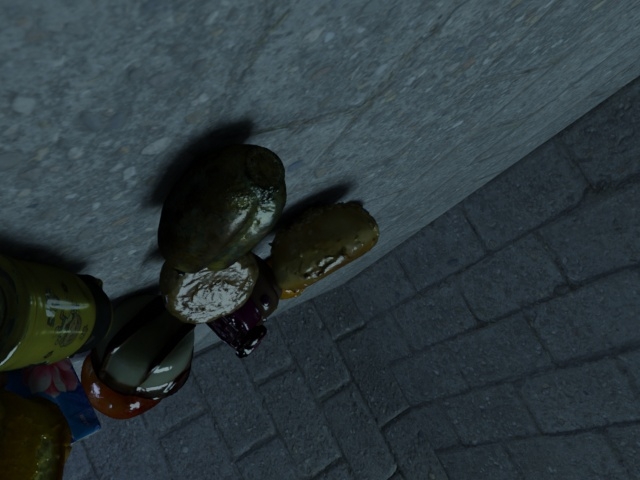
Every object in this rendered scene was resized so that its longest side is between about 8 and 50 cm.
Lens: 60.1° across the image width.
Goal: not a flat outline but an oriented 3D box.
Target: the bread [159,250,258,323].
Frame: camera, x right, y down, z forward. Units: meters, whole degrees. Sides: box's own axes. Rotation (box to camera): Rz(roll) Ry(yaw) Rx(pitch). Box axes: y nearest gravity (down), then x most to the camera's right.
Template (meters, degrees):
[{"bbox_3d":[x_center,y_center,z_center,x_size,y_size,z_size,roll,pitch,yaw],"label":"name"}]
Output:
[{"bbox_3d":[-0.253,0.077,1.232,0.229,0.123,0.230,-23,138,-23],"label":"bread"}]

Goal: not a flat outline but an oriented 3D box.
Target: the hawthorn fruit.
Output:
[{"bbox_3d":[-0.638,0.443,1.799,0.275,0.276,0.299,-18,175,-46],"label":"hawthorn fruit"}]

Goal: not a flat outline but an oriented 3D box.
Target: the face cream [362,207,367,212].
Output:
[{"bbox_3d":[0.094,-0.049,1.787,0.149,0.083,0.264,-29,170,8],"label":"face cream"}]

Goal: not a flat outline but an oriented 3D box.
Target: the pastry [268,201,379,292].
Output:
[{"bbox_3d":[0.000,0.000,1.489,0.315,0.184,0.284,-31,176,11],"label":"pastry"}]

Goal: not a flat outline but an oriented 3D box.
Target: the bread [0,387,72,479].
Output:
[{"bbox_3d":[-0.732,0.496,1.169,0.397,0.398,0.215,-28,136,-2],"label":"bread"}]

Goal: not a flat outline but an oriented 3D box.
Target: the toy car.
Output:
[{"bbox_3d":[-0.214,0.142,1.511,0.240,0.271,0.341,-44,177,-25],"label":"toy car"}]

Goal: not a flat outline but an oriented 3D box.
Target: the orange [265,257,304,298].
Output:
[{"bbox_3d":[-0.124,0.123,1.883,0.177,0.155,0.178,-18,159,-7],"label":"orange"}]

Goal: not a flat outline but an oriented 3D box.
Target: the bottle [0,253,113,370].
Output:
[{"bbox_3d":[-0.458,0.123,0.902,0.171,0.172,0.351,-28,170,-1],"label":"bottle"}]

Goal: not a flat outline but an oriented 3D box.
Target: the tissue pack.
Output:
[{"bbox_3d":[-0.711,0.416,1.406,0.209,0.270,0.137,-30,172,20],"label":"tissue pack"}]

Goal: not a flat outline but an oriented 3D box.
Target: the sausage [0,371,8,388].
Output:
[{"bbox_3d":[-0.883,0.378,1.284,0.288,0.086,0.086,-24,169,-19],"label":"sausage"}]

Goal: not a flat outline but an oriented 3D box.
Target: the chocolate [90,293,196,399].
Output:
[{"bbox_3d":[-0.440,0.255,1.438,0.283,0.284,0.186,-17,150,-47],"label":"chocolate"}]

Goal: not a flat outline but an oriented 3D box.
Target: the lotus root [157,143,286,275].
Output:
[{"bbox_3d":[-0.165,-0.050,0.883,0.151,0.160,0.274,14,142,-39],"label":"lotus root"}]
